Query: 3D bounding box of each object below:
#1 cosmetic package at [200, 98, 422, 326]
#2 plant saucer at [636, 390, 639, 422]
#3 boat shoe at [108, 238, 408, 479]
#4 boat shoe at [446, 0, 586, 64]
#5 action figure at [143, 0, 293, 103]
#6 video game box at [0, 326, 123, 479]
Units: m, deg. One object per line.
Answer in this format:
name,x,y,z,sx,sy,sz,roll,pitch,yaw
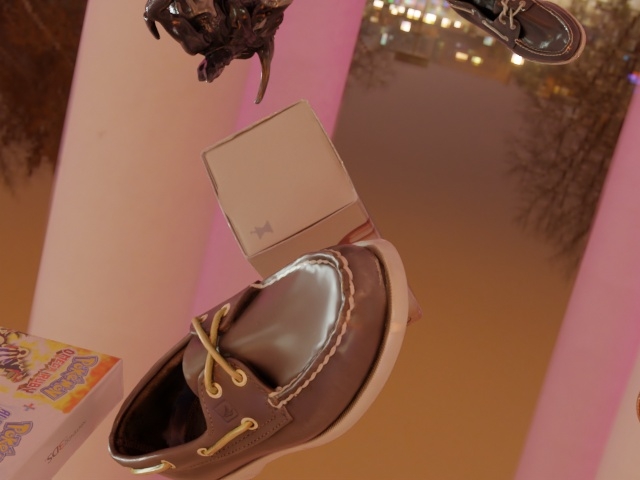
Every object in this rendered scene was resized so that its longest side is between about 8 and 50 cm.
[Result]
cosmetic package,0.000,0.000,1.118,0.153,0.129,0.296,65,-175,30
plant saucer,0.362,0.167,1.027,0.083,0.083,0.013,15,-169,-1
boat shoe,-0.055,0.096,0.718,0.096,0.324,0.117,9,-122,-29
boat shoe,0.224,-0.271,1.225,0.065,0.075,0.206,0,-149,-49
action figure,-0.092,-0.231,0.768,0.276,0.141,0.164,47,-141,-32
video game box,-0.281,0.137,0.777,0.187,0.048,0.205,14,-151,13
